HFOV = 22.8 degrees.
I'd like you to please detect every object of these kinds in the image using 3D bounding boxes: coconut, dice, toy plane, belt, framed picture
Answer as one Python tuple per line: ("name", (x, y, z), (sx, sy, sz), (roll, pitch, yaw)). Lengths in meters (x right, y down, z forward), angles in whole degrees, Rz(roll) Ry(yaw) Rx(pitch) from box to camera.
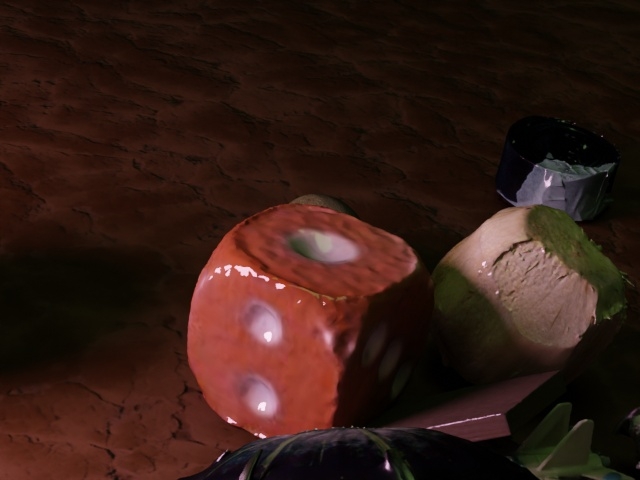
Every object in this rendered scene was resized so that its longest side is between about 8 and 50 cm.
("coconut", (0.192, 0.065, 1.558), (0.194, 0.194, 0.194), (6, 26, -3))
("dice", (-0.011, 0.081, 1.469), (0.175, 0.179, 0.174), (25, 30, 23))
("toy plane", (0.135, 0.211, 1.358), (0.262, 0.088, 0.192), (-15, 27, -20))
("belt", (0.300, -0.088, 1.994), (0.151, 0.078, 0.198), (17, 25, 10))
("framed picture", (0.118, 0.157, 1.405), (0.168, 0.023, 0.128), (-15, 5, 33))

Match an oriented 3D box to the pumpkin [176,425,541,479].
("pumpkin", (0.035, 0.260, 1.071), (0.296, 0.295, 0.296), (6, 26, -3))

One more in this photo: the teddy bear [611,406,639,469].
("teddy bear", (0.337, 0.196, 1.380), (0.133, 0.111, 0.213), (25, 18, -24))

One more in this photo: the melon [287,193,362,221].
("melon", (0.000, 0.000, 1.717), (0.098, 0.098, 0.131), (-3, 20, -20))
